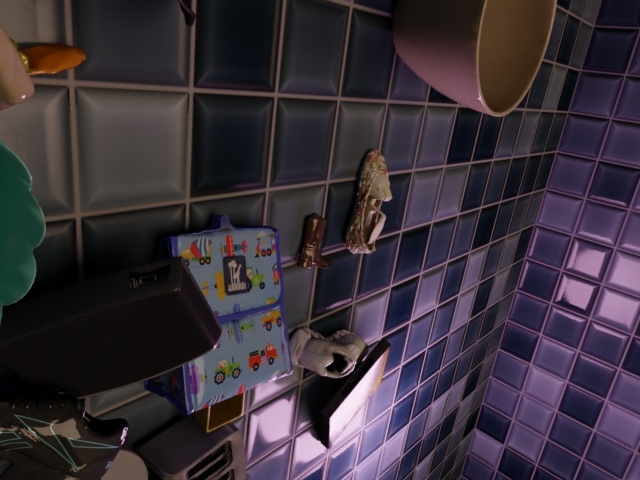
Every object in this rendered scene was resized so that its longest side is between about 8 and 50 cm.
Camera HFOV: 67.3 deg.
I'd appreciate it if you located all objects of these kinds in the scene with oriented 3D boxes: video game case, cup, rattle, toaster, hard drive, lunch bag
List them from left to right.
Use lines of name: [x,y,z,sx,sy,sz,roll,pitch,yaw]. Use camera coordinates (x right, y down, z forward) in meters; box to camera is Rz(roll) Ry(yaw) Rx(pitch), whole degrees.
rattle: [-0.322,-0.232,0.440,0.143,0.130,0.199,-45,127,-26]
hard drive: [-0.272,0.126,0.627,0.255,0.054,0.172,-18,130,-3]
toaster: [-0.229,0.412,0.889,0.186,0.110,0.168,-25,128,-41]
lunch bag: [-0.168,0.101,0.812,0.221,0.138,0.293,-8,102,-47]
video game case: [0.089,0.413,1.281,0.248,0.035,0.274,-43,153,-28]
cup: [0.288,-0.435,0.963,0.331,0.237,0.331,-26,127,-40]

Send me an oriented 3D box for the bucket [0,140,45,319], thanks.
bucket: [-0.404,-0.023,0.386,0.281,0.183,0.281,-27,128,-41]

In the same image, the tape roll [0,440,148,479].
tape roll: [-0.380,0.399,0.730,0.219,0.072,0.219,-27,129,-39]

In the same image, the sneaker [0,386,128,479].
sneaker: [-0.366,0.221,0.596,0.106,0.101,0.267,-51,124,-10]

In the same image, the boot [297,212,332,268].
boot: [0.000,0.000,1.015,0.106,0.037,0.114,0,104,-53]

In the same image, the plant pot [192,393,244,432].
plant pot: [-0.197,0.282,0.879,0.081,0.083,0.081,-9,111,-48]

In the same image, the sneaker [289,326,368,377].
sneaker: [0.042,0.279,1.145,0.292,0.118,0.110,15,95,-54]

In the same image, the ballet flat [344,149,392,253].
ballet flat: [0.119,-0.079,1.079,0.091,0.077,0.240,-5,112,-49]

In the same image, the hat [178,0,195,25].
hat: [-0.082,-0.373,0.474,0.134,0.331,0.331,-2,116,-9]
